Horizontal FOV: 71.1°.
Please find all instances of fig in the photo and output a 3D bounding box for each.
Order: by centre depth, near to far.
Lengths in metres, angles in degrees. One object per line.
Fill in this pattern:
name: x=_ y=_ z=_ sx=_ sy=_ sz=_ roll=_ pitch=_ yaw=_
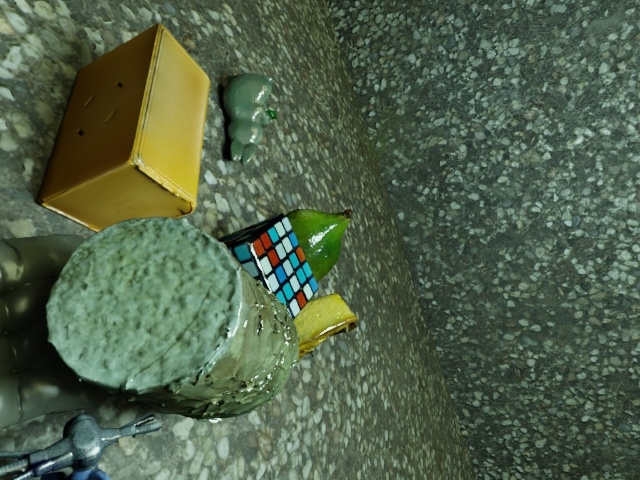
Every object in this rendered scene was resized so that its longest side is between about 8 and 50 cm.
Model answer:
fig: x=0.000 y=0.000 z=1.171 sx=0.203 sy=0.235 sz=0.203 roll=47 pitch=31 yaw=-40

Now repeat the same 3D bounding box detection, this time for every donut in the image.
donut: x=-0.056 y=0.205 z=0.957 sx=0.152 sy=0.259 sz=0.101 roll=-5 pitch=65 yaw=-47

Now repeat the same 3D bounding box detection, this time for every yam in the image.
yam: x=-0.165 y=0.117 z=0.599 sx=0.348 sy=0.240 sz=0.241 roll=75 pitch=9 yaw=-67

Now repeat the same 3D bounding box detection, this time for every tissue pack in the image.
tissue pack: x=-0.292 y=-0.169 z=0.713 sx=0.145 sy=0.194 sz=0.275 roll=38 pitch=42 yaw=-51

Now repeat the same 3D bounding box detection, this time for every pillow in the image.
pillow: x=-0.379 y=0.111 z=0.470 sx=0.326 sy=0.101 sz=0.229 roll=-4 pitch=80 yaw=-67

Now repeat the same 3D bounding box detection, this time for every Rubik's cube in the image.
Rubik's cube: x=-0.139 y=0.075 z=0.889 sx=0.187 sy=0.184 sz=0.182 roll=69 pitch=25 yaw=-12

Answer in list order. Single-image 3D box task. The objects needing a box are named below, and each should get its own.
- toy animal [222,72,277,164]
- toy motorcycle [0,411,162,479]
toy animal: x=-0.191 y=-0.292 z=1.130 sx=0.125 sy=0.126 sz=0.252 roll=48 pitch=47 yaw=-63
toy motorcycle: x=-0.302 y=0.294 z=0.421 sx=0.213 sy=0.125 sz=0.358 roll=-69 pitch=162 yaw=4
